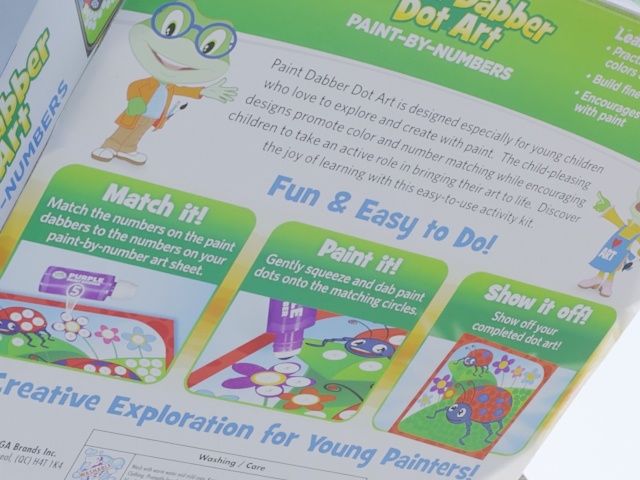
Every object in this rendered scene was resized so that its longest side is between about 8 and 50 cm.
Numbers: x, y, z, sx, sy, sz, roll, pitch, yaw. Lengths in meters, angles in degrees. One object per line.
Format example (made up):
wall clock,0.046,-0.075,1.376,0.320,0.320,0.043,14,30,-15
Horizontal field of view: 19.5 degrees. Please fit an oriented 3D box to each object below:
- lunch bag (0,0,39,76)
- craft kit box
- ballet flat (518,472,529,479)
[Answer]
lunch bag,-0.174,-0.119,0.860,0.385,0.328,0.239,-14,-84,-23
craft kit box,0.000,0.000,0.629,0.250,0.061,0.246,15,-58,-34
ballet flat,0.052,0.117,0.985,0.073,0.067,0.206,-43,-95,20
